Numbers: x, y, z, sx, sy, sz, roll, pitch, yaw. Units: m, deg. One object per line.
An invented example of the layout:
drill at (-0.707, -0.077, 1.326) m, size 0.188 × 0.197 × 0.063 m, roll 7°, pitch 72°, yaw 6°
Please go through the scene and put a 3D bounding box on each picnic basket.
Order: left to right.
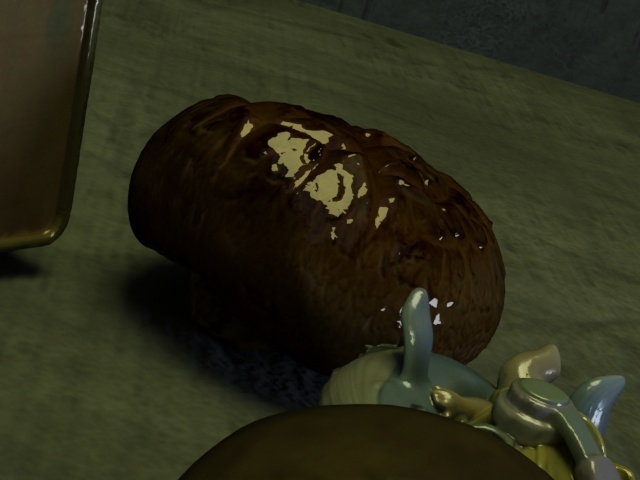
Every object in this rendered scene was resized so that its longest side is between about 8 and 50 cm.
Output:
picnic basket at (-0.233, -0.122, 0.938) m, size 0.139 × 0.267 × 0.165 m, roll 21°, pitch 19°, yaw 34°

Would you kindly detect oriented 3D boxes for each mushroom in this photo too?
mushroom at (0.000, 0.000, 0.992) m, size 0.253 × 0.153 × 0.253 m, roll 25°, pitch 10°, yaw -5°

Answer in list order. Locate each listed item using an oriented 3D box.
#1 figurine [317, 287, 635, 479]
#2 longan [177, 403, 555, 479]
figurine at (0.082, 0.108, 0.769) m, size 0.208 × 0.128 × 0.184 m, roll 6°, pitch 22°, yaw -47°
longan at (0.021, 0.146, 0.527) m, size 0.185 × 0.159 × 0.204 m, roll 26°, pitch 30°, yaw -4°
